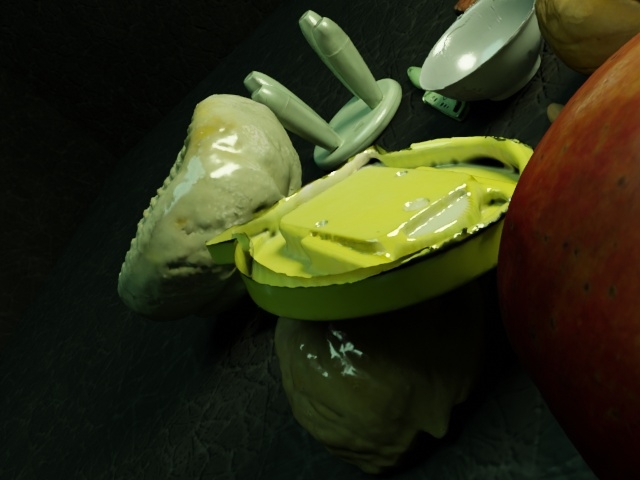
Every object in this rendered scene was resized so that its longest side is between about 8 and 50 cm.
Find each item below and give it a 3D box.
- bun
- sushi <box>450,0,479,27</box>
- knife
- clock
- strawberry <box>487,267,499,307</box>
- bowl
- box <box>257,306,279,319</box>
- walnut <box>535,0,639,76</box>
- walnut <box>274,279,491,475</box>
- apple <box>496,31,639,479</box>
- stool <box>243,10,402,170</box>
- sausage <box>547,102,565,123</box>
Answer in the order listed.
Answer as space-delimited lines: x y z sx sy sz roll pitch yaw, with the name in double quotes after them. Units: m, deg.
-0.148 -0.031 1.162 0.365 0.219 0.365 -62 11 21 "bun"
0.269 -0.394 1.225 0.219 0.047 0.231 -57 23 -20 "sushi"
0.170 -0.225 1.176 0.043 0.020 0.293 -44 23 9 "knife"
0.061 -0.010 0.699 0.277 0.071 0.293 -30 22 -21 "clock"
0.184 0.021 0.662 0.096 0.083 0.083 -41 23 21 "strawberry"
0.225 -0.238 1.001 0.189 0.086 0.189 -39 25 23 "bowl"
0.000 0.000 1.109 0.132 0.034 0.235 -24 32 50 "box"
0.298 -0.242 0.770 0.167 0.167 0.207 -42 23 19 "walnut"
0.036 0.105 0.734 0.238 0.141 0.204 -32 32 43 "walnut"
0.270 -0.008 0.422 0.365 0.295 0.328 -49 57 33 "apple"
0.002 -0.246 1.296 0.195 0.199 0.195 -48 22 9 "stool"
0.262 -0.118 0.812 0.026 0.026 0.116 -42 22 17 "sausage"
